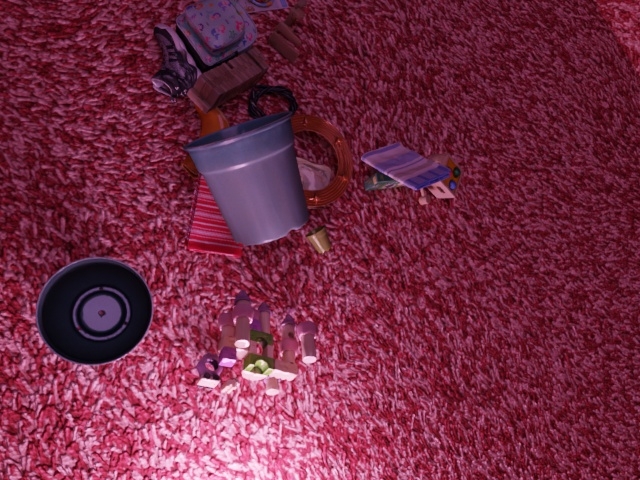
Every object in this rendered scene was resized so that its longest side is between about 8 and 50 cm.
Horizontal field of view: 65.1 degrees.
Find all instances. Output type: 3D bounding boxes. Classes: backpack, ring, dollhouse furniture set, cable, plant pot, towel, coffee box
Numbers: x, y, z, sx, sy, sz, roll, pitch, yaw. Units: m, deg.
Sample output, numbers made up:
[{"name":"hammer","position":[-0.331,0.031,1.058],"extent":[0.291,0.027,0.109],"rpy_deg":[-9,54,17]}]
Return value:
[{"name":"backpack","position":[-0.353,-0.725,1.747],"extent":[0.253,0.191,0.225],"rpy_deg":[-36,91,-27]},{"name":"ring","position":[-0.032,-0.284,1.759],"extent":[0.336,0.032,0.336],"rpy_deg":[3,81,-23]},{"name":"dollhouse furniture set","position":[-0.086,-0.787,1.880],"extent":[0.123,0.144,0.151],"rpy_deg":[40,55,-12]},{"name":"cable","position":[-0.168,-0.488,1.822],"extent":[0.184,0.047,0.150],"rpy_deg":[4,83,-22]},{"name":"plant pot","position":[-0.201,-0.184,1.549],"extent":[0.341,0.341,0.334],"rpy_deg":[-25,111,-22]},{"name":"towel","position":[-0.330,-0.088,1.657],"extent":[0.199,0.031,0.275],"rpy_deg":[13,84,-30]},{"name":"plant pot","position":[-0.635,0.205,1.445],"extent":[0.293,0.196,0.293],"rpy_deg":[4,79,-18]},{"name":"towel","position":[0.313,-0.279,1.846],"extent":[0.209,0.034,0.285],"rpy_deg":[-24,45,-33]},{"name":"plant pot","position":[0.000,0.000,1.773],"extent":[0.083,0.083,0.079],"rpy_deg":[-33,104,-22]},{"name":"coffee box","position":[0.268,-0.229,1.887],"extent":[0.184,0.113,0.040],"rpy_deg":[-9,83,-19]}]

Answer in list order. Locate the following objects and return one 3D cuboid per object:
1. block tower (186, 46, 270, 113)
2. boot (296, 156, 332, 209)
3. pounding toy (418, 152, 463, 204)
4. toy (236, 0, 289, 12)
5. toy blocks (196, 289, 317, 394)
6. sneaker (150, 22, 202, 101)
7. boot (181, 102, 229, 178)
[{"name":"block tower","position":[-0.301,-0.550,1.704],"extent":[0.091,0.097,0.335],"rpy_deg":[45,47,-6]},{"name":"boot","position":[-0.069,-0.203,1.789],"extent":[0.213,0.077,0.165],"rpy_deg":[12,78,-16]},{"name":"pounding toy","position":[0.450,-0.228,1.920],"extent":[0.181,0.094,0.206],"rpy_deg":[36,67,-38]},{"name":"toy","position":[-0.242,-0.936,1.890],"extent":[0.237,0.056,0.137],"rpy_deg":[-20,87,-21]},{"name":"toy blocks","position":[-0.203,0.302,1.590],"extent":[0.288,0.309,0.260],"rpy_deg":[20,40,-26]},{"name":"sneaker","position":[-0.521,-0.599,1.700],"extent":[0.153,0.101,0.268],"rpy_deg":[-35,94,-24]},{"name":"boot","position":[-0.390,-0.325,1.688],"extent":[0.211,0.104,0.295],"rpy_deg":[-42,98,-22]}]
